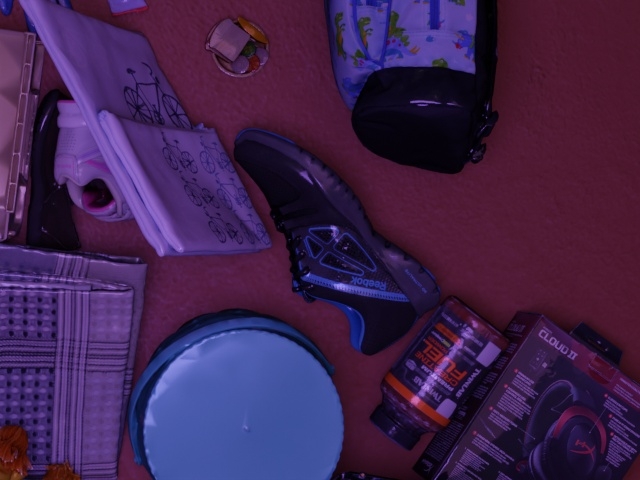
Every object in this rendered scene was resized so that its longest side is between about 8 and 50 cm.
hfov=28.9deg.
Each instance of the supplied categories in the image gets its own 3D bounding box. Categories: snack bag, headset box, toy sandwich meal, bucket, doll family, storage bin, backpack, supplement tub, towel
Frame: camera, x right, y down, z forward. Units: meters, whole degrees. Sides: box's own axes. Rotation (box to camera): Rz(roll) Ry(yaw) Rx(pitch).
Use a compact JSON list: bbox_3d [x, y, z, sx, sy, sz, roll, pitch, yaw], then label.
[{"bbox_3d":[-0.192,-0.131,1.454,0.037,0.323,0.342,-32,81,15],"label":"snack bag"},{"bbox_3d":[0.297,0.249,1.640,0.218,0.110,0.293,35,85,-7],"label":"headset box"},{"bbox_3d":[-0.106,-0.254,1.621,0.085,0.029,0.085,0,89,-9],"label":"toy sandwich meal"},{"bbox_3d":[-0.102,0.220,1.540,0.281,0.183,0.281,0,89,-9],"label":"bucket"},{"bbox_3d":[-0.367,0.319,1.486,0.263,0.118,0.163,54,43,-29],"label":"doll family"},{"bbox_3d":[-0.487,-0.141,1.514,0.262,0.123,0.260,7,89,-10],"label":"storage bin"},{"bbox_3d":[0.111,-0.295,1.540,0.273,0.290,0.355,13,81,6],"label":"backpack"},{"bbox_3d":[0.150,0.176,1.615,0.106,0.106,0.198,37,92,-7],"label":"supplement tub"},{"bbox_3d":[-0.382,0.151,1.510,0.312,0.056,0.324,7,110,-9],"label":"towel"}]

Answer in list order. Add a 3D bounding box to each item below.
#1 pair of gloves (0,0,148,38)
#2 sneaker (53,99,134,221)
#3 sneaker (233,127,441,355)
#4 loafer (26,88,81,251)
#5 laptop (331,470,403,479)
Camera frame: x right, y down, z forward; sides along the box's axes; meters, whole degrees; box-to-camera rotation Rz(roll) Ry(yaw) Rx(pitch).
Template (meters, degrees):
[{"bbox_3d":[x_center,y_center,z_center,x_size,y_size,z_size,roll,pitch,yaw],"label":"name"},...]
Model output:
[{"bbox_3d":[-0.321,-0.347,1.592,0.198,0.023,0.159,-18,92,-9],"label":"pair of gloves"},{"bbox_3d":[-0.246,-0.069,1.509,0.252,0.103,0.111,39,61,-50],"label":"sneaker"},{"bbox_3d":[0.000,0.000,1.588,0.341,0.125,0.139,45,84,-6],"label":"sneaker"},{"bbox_3d":[-0.322,-0.082,1.544,0.078,0.080,0.220,4,115,-14],"label":"loafer"},{"bbox_3d":[0.069,0.379,1.522,0.264,0.234,0.136,7,68,15],"label":"laptop"}]
